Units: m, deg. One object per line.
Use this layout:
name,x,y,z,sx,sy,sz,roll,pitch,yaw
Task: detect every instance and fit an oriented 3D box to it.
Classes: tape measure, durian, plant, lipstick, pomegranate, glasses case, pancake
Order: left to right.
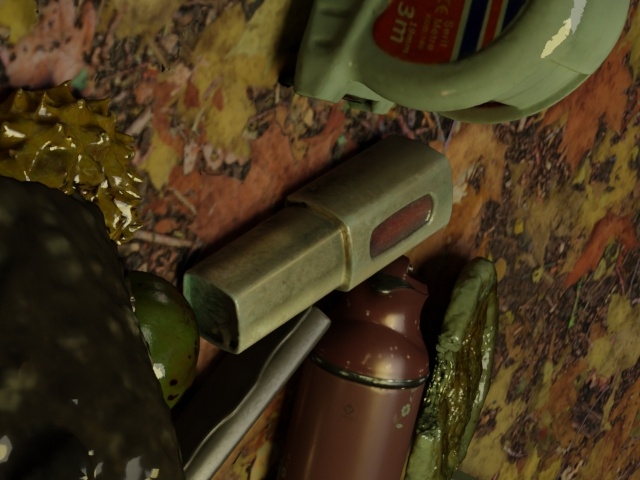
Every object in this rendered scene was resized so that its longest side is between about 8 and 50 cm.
plant,-0.187,0.139,0.836,0.215,0.312,0.213,-3,158,-17
durian,-0.193,-0.014,0.981,0.224,0.078,0.140,-32,135,-35
pomegranate,-0.151,0.069,1.078,0.142,0.114,0.114,28,87,-27
glasses case,-0.070,0.127,1.244,0.042,0.072,0.190,47,70,-23
lipstick,0.000,0.000,1.249,0.253,0.077,0.079,-31,134,-37
pancake,0.130,0.133,1.468,0.253,0.037,0.253,14,90,-74
tape measure,0.110,-0.200,1.144,0.125,0.246,0.243,3,102,-58

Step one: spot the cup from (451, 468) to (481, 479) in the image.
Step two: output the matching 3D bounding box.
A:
cup,0.148,0.288,1.579,0.095,0.129,0.128,-37,137,-35

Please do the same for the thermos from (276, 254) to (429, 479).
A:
thermos,0.034,0.163,1.368,0.136,0.109,0.330,-8,117,-50
